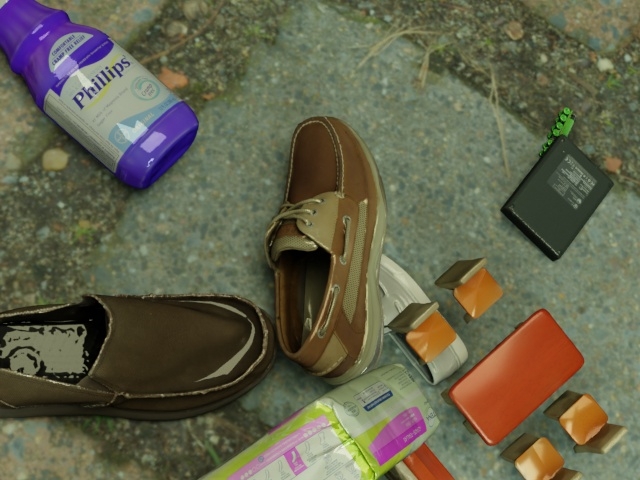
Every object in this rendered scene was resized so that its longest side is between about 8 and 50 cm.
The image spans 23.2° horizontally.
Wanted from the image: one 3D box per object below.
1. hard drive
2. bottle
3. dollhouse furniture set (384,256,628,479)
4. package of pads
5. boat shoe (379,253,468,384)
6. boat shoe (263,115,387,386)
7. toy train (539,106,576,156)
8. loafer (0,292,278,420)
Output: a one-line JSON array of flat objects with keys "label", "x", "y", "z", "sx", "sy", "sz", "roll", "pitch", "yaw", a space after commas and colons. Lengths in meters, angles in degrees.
[{"label": "hard drive", "x": 0.294, "y": -0.054, "z": 1.930, "sx": 0.094, "sy": 0.022, "sz": 0.135, "roll": 43, "pitch": 64, "yaw": -7}, {"label": "bottle", "x": -0.277, "y": -0.187, "z": 1.823, "sx": 0.283, "sy": 0.092, "sz": 0.118, "roll": 42, "pitch": 66, "yaw": 6}, {"label": "dollhouse furniture set", "x": 0.178, "y": 0.185, "z": 1.720, "sx": 0.259, "sy": 0.135, "sz": 0.262, "roll": -41, "pitch": 94, "yaw": -14}, {"label": "package of pads", "x": -0.044, "y": 0.248, "z": 1.549, "sx": 0.296, "sy": 0.229, "sz": 0.101, "roll": -37, "pitch": 83, "yaw": 20}, {"label": "boat shoe", "x": 0.090, "y": 0.089, "z": 1.815, "sx": 0.063, "sy": 0.066, "sz": 0.184, "roll": -39, "pitch": 90, "yaw": -25}, {"label": "boat shoe", "x": 0.000, "y": 0.000, "z": 1.775, "sx": 0.116, "sy": 0.123, "sz": 0.324, "roll": 19, "pitch": 57, "yaw": -44}, {"label": "toy train", "x": 0.303, "y": -0.134, "z": 1.980, "sx": 0.024, "sy": 0.017, "sz": 0.083, "roll": 34, "pitch": 64, "yaw": -9}, {"label": "loafer", "x": -0.217, "y": 0.123, "z": 1.685, "sx": 0.366, "sy": 0.130, "sz": 0.133, "roll": -7, "pitch": 70, "yaw": -16}]
